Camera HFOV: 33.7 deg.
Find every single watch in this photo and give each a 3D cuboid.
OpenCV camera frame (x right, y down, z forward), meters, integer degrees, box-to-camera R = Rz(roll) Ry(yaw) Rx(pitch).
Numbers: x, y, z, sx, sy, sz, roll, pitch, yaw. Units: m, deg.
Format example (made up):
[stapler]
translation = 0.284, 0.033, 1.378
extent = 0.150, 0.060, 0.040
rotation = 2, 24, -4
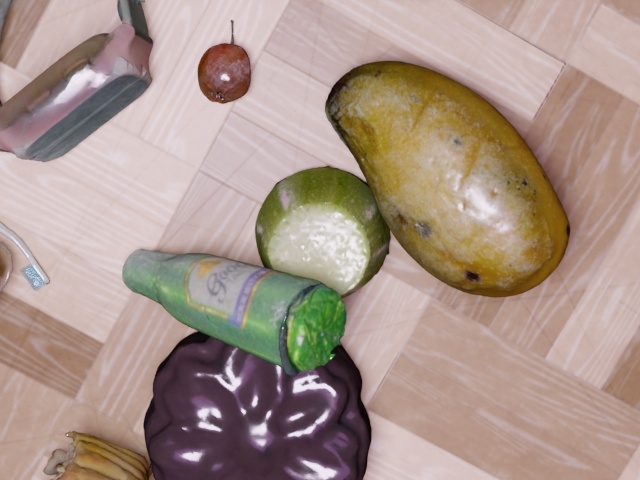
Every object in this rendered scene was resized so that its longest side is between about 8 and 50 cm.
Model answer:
[watch]
translation = -0.321, -0.244, 1.201
extent = 0.253, 0.162, 0.241
rotation = -37, 90, 3

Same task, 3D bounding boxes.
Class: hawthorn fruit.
[hawthorn fruit]
translation = -0.109, -0.215, 1.260
extent = 0.067, 0.067, 0.103
rotation = 16, 67, -4

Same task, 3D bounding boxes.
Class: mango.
[mango]
translation = 0.151, -0.078, 1.236
extent = 0.176, 0.175, 0.329
rotation = -29, 79, -19

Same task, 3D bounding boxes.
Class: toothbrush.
[toothbrush]
translation = -0.418, -0.048, 1.286
extent = 0.026, 0.022, 0.263
rotation = -38, 98, -8

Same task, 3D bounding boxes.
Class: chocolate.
[chocolate]
translation = -0.114, 0.065, 1.208
extent = 0.291, 0.110, 0.110
rotation = 15, 100, 38

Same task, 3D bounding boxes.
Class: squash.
[squash]
translation = 0.000, 0.000, 1.261
extent = 0.170, 0.123, 0.170
rotation = 1, 100, 4

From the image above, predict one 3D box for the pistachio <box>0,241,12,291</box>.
[pistachio]
translation = -0.476, 0.056, 1.248
extent = 0.223, 0.126, 0.152
rotation = -19, 60, 8

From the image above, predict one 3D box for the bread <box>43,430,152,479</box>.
[bread]
translation = -0.279, 0.360, 1.230
extent = 0.149, 0.274, 0.274
rotation = 11, 98, -12

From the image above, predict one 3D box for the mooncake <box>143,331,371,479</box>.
[mooncake]
translation = -0.077, 0.229, 1.278
extent = 0.283, 0.141, 0.283
rotation = 0, 96, 0
